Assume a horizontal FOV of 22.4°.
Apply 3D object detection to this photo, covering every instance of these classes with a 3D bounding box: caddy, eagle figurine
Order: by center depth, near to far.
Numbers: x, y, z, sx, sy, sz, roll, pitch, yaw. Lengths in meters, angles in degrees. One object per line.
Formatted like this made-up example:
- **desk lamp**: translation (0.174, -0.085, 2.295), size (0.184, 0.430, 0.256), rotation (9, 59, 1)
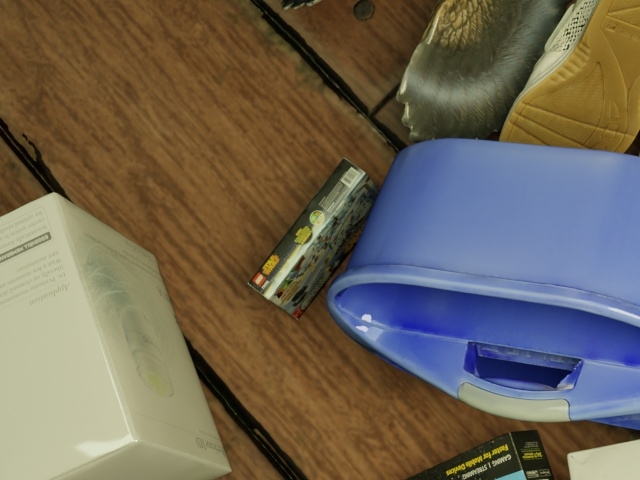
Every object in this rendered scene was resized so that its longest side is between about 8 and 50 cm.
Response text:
- **caddy**: translation (0.173, 0.056, 1.248), size (0.341, 0.241, 0.179), rotation (7, 65, 31)
- **eagle figurine**: translation (0.130, -0.264, 1.413), size (0.298, 0.225, 0.226), rotation (-57, 21, 27)

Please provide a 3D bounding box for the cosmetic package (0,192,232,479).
- **cosmetic package**: translation (-0.201, 0.109, 1.365), size (0.138, 0.224, 0.225), rotation (-24, 71, 9)

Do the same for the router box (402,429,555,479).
- **router box**: translation (0.118, 0.244, 1.295), size (0.179, 0.046, 0.133), rotation (-32, 67, 37)

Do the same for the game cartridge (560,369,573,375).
- **game cartridge**: translation (0.243, 0.091, 1.354), size (0.056, 0.017, 0.083), rotation (40, 90, 17)

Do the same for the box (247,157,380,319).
- **box**: translation (0.000, 0.000, 1.406), size (0.027, 0.094, 0.137), rotation (37, 88, 21)

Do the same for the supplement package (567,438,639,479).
- **supplement package**: translation (0.307, 0.282, 1.180), size (0.204, 0.145, 0.262), rotation (-13, 54, 13)

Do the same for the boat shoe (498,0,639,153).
- **boat shoe**: translation (0.235, -0.150, 1.327), size (0.098, 0.277, 0.096), rotation (26, 46, -7)

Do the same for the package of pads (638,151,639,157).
- **package of pads**: translation (0.416, -0.092, 1.306), size (0.296, 0.101, 0.229), rotation (11, 80, 18)
